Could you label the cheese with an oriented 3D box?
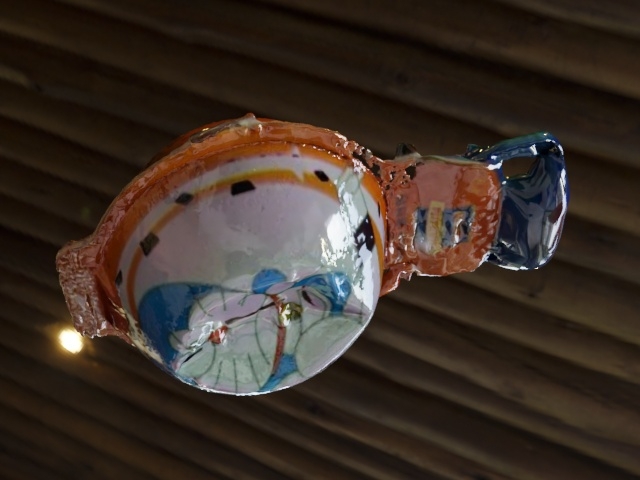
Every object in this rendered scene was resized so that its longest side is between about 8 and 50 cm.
[{"bbox_3d":[0.000,0.000,0.704,0.329,0.129,0.217,-10,-45,-11],"label":"cheese"}]
